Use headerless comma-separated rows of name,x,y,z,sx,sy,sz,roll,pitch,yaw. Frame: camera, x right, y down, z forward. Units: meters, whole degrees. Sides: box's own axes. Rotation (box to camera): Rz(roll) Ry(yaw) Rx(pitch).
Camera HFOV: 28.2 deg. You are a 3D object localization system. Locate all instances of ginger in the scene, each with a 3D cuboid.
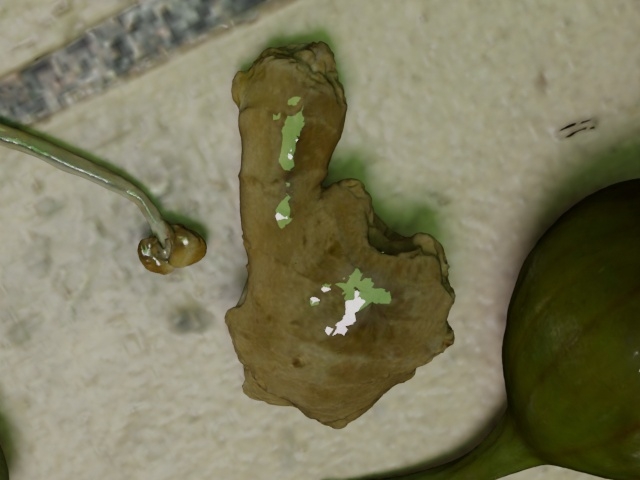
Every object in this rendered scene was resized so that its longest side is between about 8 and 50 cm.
ginger,0.008,0.001,0.531,0.096,0.067,0.165,1,103,17

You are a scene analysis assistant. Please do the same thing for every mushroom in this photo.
mushroom,-0.178,-0.054,0.531,0.286,0.028,0.026,26,141,-9

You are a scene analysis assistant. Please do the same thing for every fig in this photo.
fig,0.095,0.072,0.543,0.236,0.124,0.124,-40,103,23

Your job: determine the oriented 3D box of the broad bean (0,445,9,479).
broad bean,-0.217,0.089,0.515,0.174,0.082,0.124,38,67,-7
